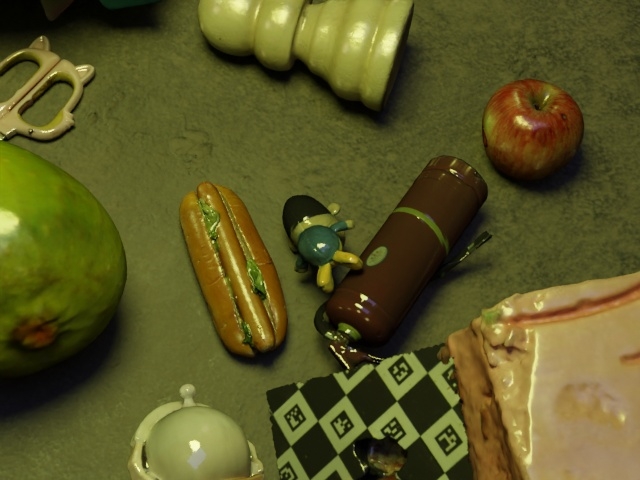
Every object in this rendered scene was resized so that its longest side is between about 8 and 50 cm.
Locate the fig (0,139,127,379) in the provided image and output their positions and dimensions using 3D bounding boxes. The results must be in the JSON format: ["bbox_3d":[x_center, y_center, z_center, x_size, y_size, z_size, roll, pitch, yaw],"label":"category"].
[{"bbox_3d":[-0.386,0.004,1.020,0.258,0.258,0.326,-35,59,-21],"label":"fig"}]

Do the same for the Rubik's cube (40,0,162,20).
[{"bbox_3d":[-0.383,-0.473,1.159,0.387,0.358,0.368,-32,43,-20],"label":"Rubik's cube"}]

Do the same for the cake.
[{"bbox_3d":[0.292,0.226,0.986,0.293,0.307,0.314,-8,68,-11],"label":"cake"}]

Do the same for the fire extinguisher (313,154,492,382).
[{"bbox_3d":[0.110,0.042,1.144,0.141,0.105,0.341,25,60,21],"label":"fire extinguisher"}]

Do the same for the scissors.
[{"bbox_3d":[-0.443,-0.152,1.192,0.160,0.024,0.317,33,66,6],"label":"scissors"}]

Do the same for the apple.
[{"bbox_3d":[0.302,-0.156,1.257,0.146,0.131,0.146,3,52,-3],"label":"apple"}]

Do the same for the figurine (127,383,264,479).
[{"bbox_3d":[-0.134,0.285,1.000,0.162,0.141,0.237,-5,61,-42],"label":"figurine"}]

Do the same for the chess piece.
[{"bbox_3d":[-0.028,-0.306,1.262,0.300,0.167,0.167,18,65,4],"label":"chess piece"}]

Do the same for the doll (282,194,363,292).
[{"bbox_3d":[0.000,0.000,1.148,0.102,0.089,0.179,-39,43,11],"label":"doll"}]

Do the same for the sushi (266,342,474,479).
[{"bbox_3d":[0.072,0.286,1.013,0.264,0.050,0.290,-21,66,29],"label":"sushi"}]

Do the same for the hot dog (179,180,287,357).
[{"bbox_3d":[-0.112,0.033,1.139,0.100,0.068,0.249,-18,70,-15],"label":"hot dog"}]
